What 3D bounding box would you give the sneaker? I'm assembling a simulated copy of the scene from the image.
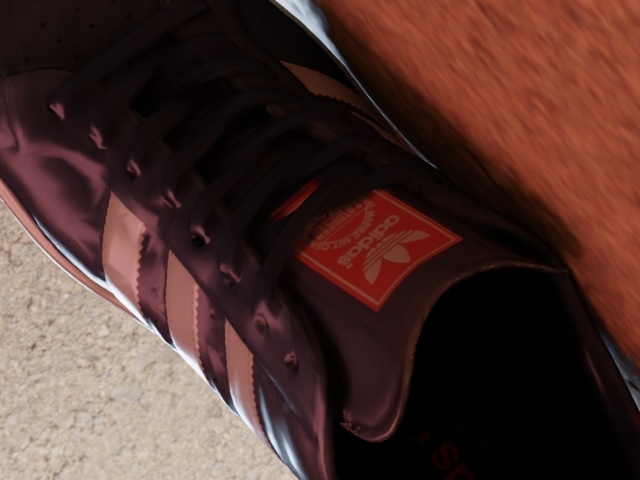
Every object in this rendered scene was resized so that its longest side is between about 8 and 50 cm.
[{"bbox_3d":[0.000,0.000,0.652,0.350,0.131,0.148,46,167,5],"label":"sneaker"}]
